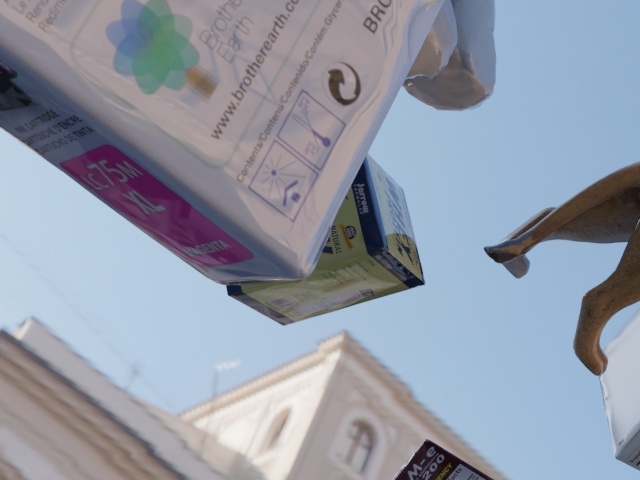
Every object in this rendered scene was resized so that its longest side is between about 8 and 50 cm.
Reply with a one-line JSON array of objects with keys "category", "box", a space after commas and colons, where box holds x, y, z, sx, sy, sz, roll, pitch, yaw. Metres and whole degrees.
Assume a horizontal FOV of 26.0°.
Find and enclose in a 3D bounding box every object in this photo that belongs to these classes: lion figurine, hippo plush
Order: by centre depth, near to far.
[{"category": "hippo plush", "box": [0.013, -0.239, 1.129, 0.236, 0.294, 0.234, -5, -34, 31]}, {"category": "lion figurine", "box": [0.335, 0.035, 1.142, 0.392, 0.142, 0.240, 35, -72, -32]}]

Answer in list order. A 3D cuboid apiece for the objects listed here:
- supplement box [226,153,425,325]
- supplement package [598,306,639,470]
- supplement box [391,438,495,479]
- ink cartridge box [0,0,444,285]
[{"category": "supplement box", "box": [0.000, 0.000, 0.714, 0.083, 0.056, 0.083, -17, -19, 14]}, {"category": "supplement package", "box": [0.442, 0.178, 1.545, 0.203, 0.194, 0.149, 27, -62, -12]}, {"category": "supplement box", "box": [0.169, 0.274, 1.132, 0.239, 0.073, 0.130, 29, -25, 32]}, {"category": "ink cartridge box", "box": [-0.090, -0.148, 0.386, 0.311, 0.186, 0.065, 39, -25, -25]}]
